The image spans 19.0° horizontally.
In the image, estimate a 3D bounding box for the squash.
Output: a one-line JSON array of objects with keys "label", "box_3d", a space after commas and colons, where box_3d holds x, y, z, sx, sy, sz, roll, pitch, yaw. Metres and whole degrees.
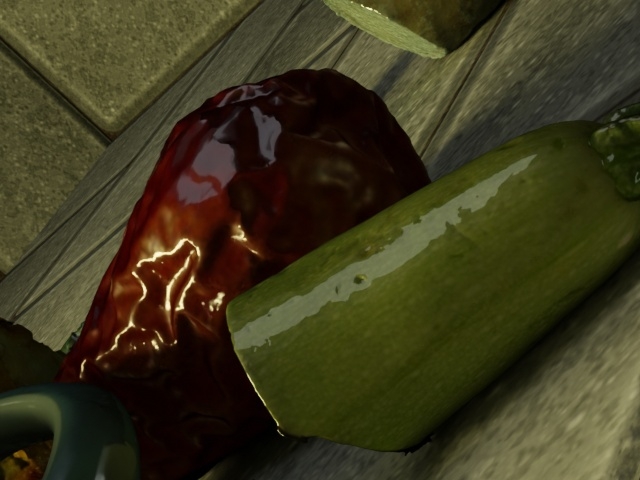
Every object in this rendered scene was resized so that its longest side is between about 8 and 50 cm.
[{"label": "squash", "box_3d": [0.101, 0.010, 1.045, 0.287, 0.137, 0.137, -33, 13, 9]}]

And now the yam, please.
[{"label": "yam", "box_3d": [0.161, -0.303, 1.849, 0.330, 0.133, 0.133, -44, 10, -6]}]

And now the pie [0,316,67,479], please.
[{"label": "pie", "box_3d": [-0.305, 0.196, 1.410, 0.355, 0.288, 0.103, -44, 13, -9]}]

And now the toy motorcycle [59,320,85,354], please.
[{"label": "toy motorcycle", "box_3d": [-0.198, 0.100, 1.767, 0.275, 0.127, 0.205, -41, 15, 12]}]

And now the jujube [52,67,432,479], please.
[{"label": "jujube", "box_3d": [-0.063, 0.042, 1.317, 0.342, 0.216, 0.216, -47, 9, 34]}]

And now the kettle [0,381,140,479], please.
[{"label": "kettle", "box_3d": [-0.240, 0.223, 1.178, 0.342, 0.247, 0.319, -8, 52, 54]}]

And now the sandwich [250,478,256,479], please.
[{"label": "sandwich", "box_3d": [-0.042, 0.180, 1.134, 0.067, 0.029, 0.135, -49, 12, -9]}]
